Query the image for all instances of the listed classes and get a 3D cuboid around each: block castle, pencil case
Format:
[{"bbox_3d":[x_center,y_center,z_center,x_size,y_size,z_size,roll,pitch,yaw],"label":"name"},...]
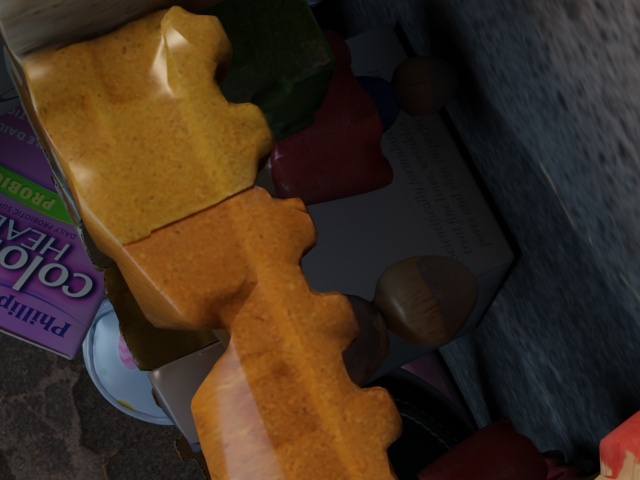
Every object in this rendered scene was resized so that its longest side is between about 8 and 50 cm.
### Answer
[{"bbox_3d":[0.037,0.021,0.629,0.453,0.213,0.303,117,129,-79],"label":"block castle"},{"bbox_3d":[-0.095,0.036,1.360,0.124,0.113,0.273,45,-151,-9],"label":"pencil case"}]

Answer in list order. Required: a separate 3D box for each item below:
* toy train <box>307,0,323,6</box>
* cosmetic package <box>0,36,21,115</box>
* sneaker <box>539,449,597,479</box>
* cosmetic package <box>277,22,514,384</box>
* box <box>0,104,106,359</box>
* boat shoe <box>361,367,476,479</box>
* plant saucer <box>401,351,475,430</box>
[{"bbox_3d":[-0.040,-0.192,0.929,0.184,0.080,0.105,-128,22,-55],"label":"toy train"},{"bbox_3d":[-0.225,-0.216,0.618,0.394,0.329,0.327,-22,-94,-59],"label":"cosmetic package"},{"bbox_3d":[0.126,0.203,0.845,0.097,0.135,0.276,68,172,-30],"label":"sneaker"},{"bbox_3d":[0.000,0.000,0.960,0.151,0.151,0.183,63,171,12],"label":"cosmetic package"},{"bbox_3d":[-0.146,-0.087,1.074,0.213,0.117,0.243,-82,17,-68],"label":"box"},{"bbox_3d":[0.091,0.200,1.100,0.302,0.114,0.091,52,177,-34],"label":"boat shoe"},{"bbox_3d":[0.049,0.160,1.317,0.332,0.084,0.332,66,171,0],"label":"plant saucer"}]
